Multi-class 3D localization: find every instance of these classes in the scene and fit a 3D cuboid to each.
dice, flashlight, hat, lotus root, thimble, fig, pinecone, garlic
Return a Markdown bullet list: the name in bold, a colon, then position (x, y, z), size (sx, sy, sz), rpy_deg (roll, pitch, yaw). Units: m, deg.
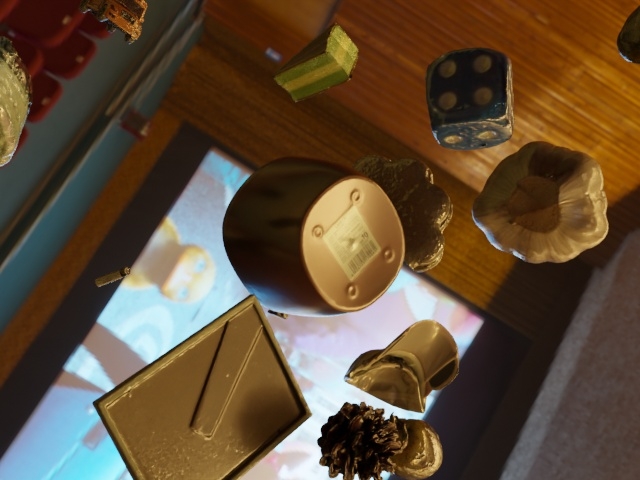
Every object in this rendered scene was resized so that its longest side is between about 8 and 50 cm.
- **dice**: position (0.266, -0.246, 1.557), size (0.143, 0.146, 0.147), rpy_deg (42, 48, -66)
- **flashlight**: position (-0.446, 0.078, 1.895), size (0.083, 0.018, 0.018), rpy_deg (-20, -164, 23)
- **hat**: position (0.175, 0.261, 1.962), size (0.226, 0.219, 0.164), rpy_deg (-58, -153, -1)
- **lotus root**: position (0.200, 0.486, 2.087), size (0.154, 0.154, 0.278), rpy_deg (-59, 148, -12)
- **thimble**: position (-0.569, -0.220, 1.384), size (0.237, 0.237, 0.150), rpy_deg (126, -29, -51)
- **fig**: position (0.676, -0.429, 1.743), size (0.185, 0.132, 0.127), rpy_deg (117, -24, -46)
- **pinecone**: position (0.064, 0.327, 1.398), size (0.140, 0.120, 0.140), rpy_deg (-22, 124, -36)
- **garlic**: position (0.533, -0.092, 2.130), size (0.317, 0.317, 0.259), rpy_deg (-57, 155, 15)

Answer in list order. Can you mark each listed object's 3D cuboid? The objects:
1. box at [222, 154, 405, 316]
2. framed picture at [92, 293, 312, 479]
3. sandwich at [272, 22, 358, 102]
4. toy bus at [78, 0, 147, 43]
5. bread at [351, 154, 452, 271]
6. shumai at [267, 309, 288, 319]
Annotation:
- **box**: position (0.000, 0.000, 1.608), size (0.216, 0.301, 0.301), rpy_deg (11, -114, 52)
- **framed picture**: position (-0.166, 0.259, 1.350), size (0.020, 0.241, 0.324), rpy_deg (-10, -160, 49)
- **sandwich**: position (-0.008, -0.288, 1.439), size (0.116, 0.074, 0.074), rpy_deg (-17, -137, 34)
- **toy bus**: position (-0.401, -0.455, 1.728), size (0.088, 0.083, 0.194), rpy_deg (-55, -144, 1)
- **bread**: position (0.213, -0.091, 2.150), size (0.183, 0.337, 0.102), rpy_deg (-35, 154, 9)
- **shumai**: position (-0.071, 0.130, 1.929), size (0.099, 0.123, 0.087), rpy_deg (63, 40, -81)
